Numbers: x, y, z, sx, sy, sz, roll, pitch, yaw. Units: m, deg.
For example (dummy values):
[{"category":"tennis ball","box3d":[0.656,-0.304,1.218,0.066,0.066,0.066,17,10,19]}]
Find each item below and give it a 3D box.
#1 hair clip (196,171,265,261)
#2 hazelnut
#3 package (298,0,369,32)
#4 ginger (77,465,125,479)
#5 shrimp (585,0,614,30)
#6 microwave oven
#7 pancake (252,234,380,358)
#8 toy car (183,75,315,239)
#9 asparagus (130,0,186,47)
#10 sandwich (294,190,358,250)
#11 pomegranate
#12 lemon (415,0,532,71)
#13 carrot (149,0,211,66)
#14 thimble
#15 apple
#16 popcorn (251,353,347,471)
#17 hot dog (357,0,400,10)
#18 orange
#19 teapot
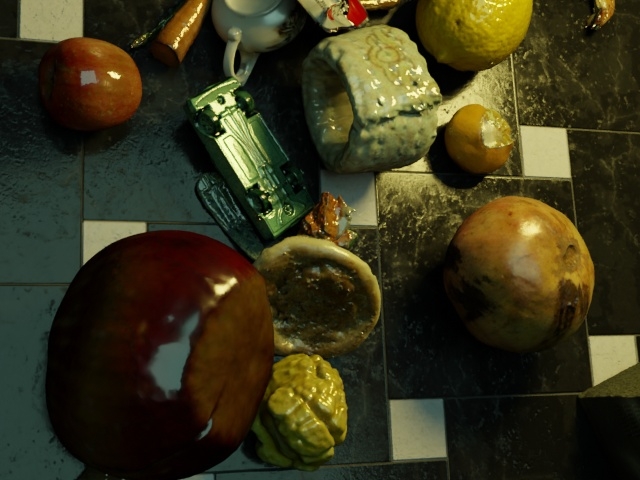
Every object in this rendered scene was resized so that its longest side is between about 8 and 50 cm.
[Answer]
[{"category":"hair clip","box3d":[-0.170,-0.038,1.830,0.066,0.036,0.229,-32,83,-26]},{"category":"hazelnut","box3d":[-0.264,0.198,1.587,0.402,0.402,0.429,10,77,-15]},{"category":"package","box3d":[0.009,-0.493,1.855,0.071,0.269,0.194,-30,105,20]},{"category":"ginger","box3d":[-0.401,0.446,1.618,0.290,0.122,0.084,-30,120,-24]},{"category":"shrimp","box3d":[0.589,-0.590,2.182,0.290,0.054,0.222,-23,86,-25]},{"category":"microwave oven","box3d":[0.827,0.335,1.892,0.432,0.374,0.236,-24,87,-16]},{"category":"pancake","box3d":[-0.016,0.116,1.772,0.282,0.049,0.282,-3,116,-6]},{"category":"toy car","box3d":[-0.147,-0.160,1.821,0.141,0.097,0.321,-38,99,-36]},{"category":"asparagus","box3d":[-0.306,-0.463,1.889,0.233,0.022,0.023,-47,138,-23]},{"category":"sandwich","box3d":[-0.006,0.007,1.808,0.109,0.160,0.185,39,74,3]},{"category":"pomegranate","box3d":[0.403,0.071,1.860,0.322,0.322,0.322,4,77,-17]},{"category":"lemon","box3d":[0.332,-0.496,1.984,0.267,0.267,0.267,4,77,-17]},{"category":"carrot","box3d":[-0.272,-0.455,1.870,0.072,0.072,0.205,29,72,-9]},{"category":"thimble","box3d":[0.095,-0.274,1.832,0.195,0.291,0.291,-15,83,-20]},{"category":"apple","box3d":[-0.439,-0.295,1.733,0.168,0.181,0.181,-8,80,-42]},{"category":"popcorn","box3d":[-0.033,0.327,1.715,0.200,0.226,0.203,-33,132,-32]},{"category":"hot dog","box3d":[0.071,-0.527,2.010,0.215,0.047,0.066,-10,67,-19]},{"category":"orange","box3d":[0.347,-0.221,1.985,0.156,0.134,0.156,0,90,-15]},{"category":"teapot","box3d":[-0.128,-0.465,1.889,0.204,0.139,0.298,26,72,18]}]
